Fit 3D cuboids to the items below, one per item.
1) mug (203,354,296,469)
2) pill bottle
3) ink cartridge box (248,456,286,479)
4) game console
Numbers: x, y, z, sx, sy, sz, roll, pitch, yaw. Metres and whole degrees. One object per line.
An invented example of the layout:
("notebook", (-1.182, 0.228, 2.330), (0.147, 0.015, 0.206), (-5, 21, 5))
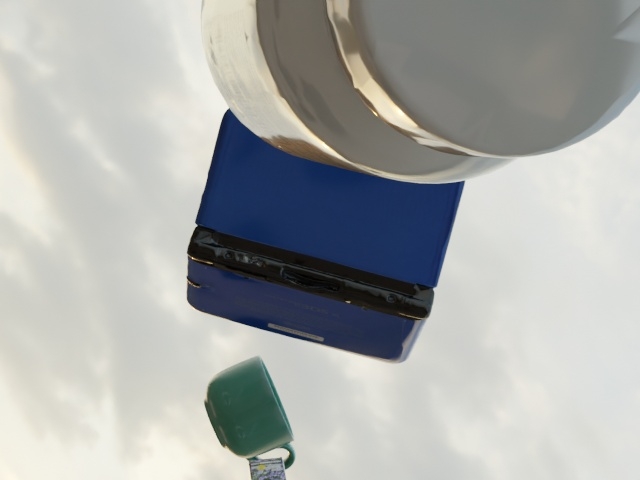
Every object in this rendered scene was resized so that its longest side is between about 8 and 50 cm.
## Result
("mug", (-0.100, 0.250, 1.629), (0.129, 0.097, 0.158), (76, -9, -74))
("pill bottle", (0.033, -0.089, 0.447), (0.229, 0.131, 0.131), (-152, -139, -75))
("ink cartridge box", (-0.034, 0.220, 0.858), (0.115, 0.029, 0.063), (-106, -168, -63))
("game console", (0.000, 0.000, 1.408), (0.293, 0.173, 0.250), (16, -28, 1))
